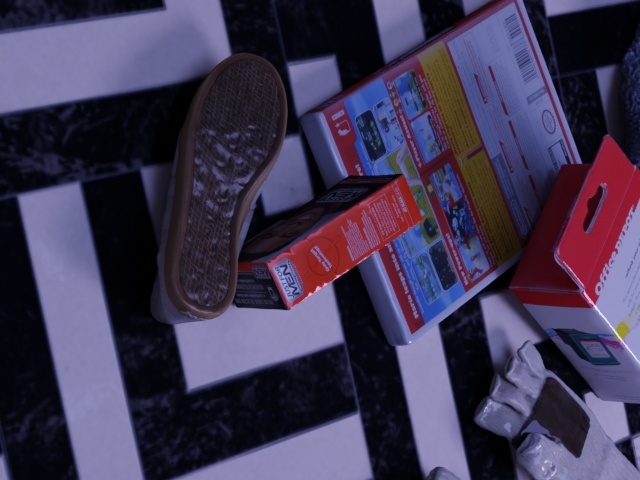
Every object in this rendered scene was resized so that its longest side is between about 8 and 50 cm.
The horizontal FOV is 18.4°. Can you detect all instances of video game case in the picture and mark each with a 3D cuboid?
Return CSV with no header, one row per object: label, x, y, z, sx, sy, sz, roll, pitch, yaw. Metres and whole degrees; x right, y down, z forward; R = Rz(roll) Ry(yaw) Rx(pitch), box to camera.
video game case,0.114,-0.065,1.643,0.285,0.025,0.204,-34,108,-42

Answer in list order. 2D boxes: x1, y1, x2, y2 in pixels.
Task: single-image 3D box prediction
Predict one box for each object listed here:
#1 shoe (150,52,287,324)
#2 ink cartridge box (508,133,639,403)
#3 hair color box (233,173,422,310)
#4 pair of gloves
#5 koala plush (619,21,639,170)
shoe,-0.080,-0.038,1.434,0.077,0.058,0.219,24,63,-18
ink cartridge box,0.246,0.026,1.696,0.231,0.078,0.134,48,57,-39
hair color box,0.000,0.000,1.472,0.141,0.072,0.043,-34,109,-31
pair of gloves,0.187,0.220,1.627,0.204,0.042,0.240,47,46,-12
koala plush,0.401,-0.128,1.796,0.196,0.221,0.203,53,52,-26
